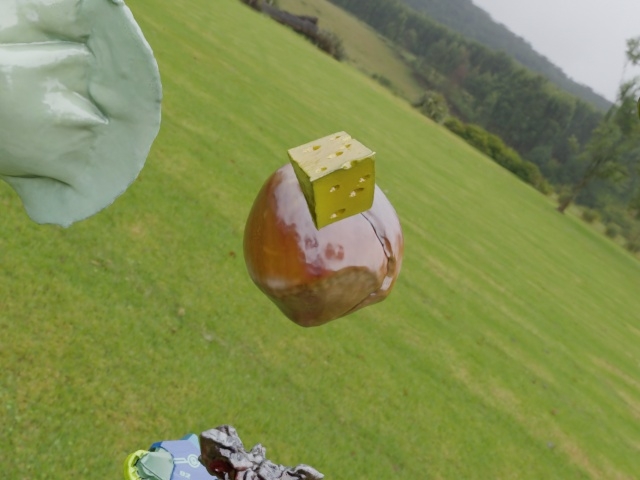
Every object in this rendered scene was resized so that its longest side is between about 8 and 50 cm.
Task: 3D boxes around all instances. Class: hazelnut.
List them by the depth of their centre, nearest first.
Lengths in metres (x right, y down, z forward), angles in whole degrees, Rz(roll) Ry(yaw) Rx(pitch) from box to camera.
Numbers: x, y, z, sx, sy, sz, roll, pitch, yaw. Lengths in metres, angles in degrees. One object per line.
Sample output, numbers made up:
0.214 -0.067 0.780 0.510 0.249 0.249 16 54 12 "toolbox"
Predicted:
0.000 0.000 1.520 0.372 0.373 0.315 14 -18 -41 "hazelnut"

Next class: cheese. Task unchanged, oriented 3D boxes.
0.020 -0.091 0.951 0.171 0.093 0.126 150 -80 -86 "cheese"

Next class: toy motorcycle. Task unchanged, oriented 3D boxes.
-0.315 0.583 1.689 0.326 0.191 0.200 51 35 -14 "toy motorcycle"

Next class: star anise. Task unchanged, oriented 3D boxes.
-0.115 0.398 1.194 0.212 0.129 0.283 29 -1 5 "star anise"

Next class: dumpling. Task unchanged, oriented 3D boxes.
-0.310 -0.211 0.798 0.212 0.270 0.321 -102 166 -48 "dumpling"

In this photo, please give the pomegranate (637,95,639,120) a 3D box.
0.717 -0.273 1.450 0.130 0.130 0.130 27 17 -9 "pomegranate"
